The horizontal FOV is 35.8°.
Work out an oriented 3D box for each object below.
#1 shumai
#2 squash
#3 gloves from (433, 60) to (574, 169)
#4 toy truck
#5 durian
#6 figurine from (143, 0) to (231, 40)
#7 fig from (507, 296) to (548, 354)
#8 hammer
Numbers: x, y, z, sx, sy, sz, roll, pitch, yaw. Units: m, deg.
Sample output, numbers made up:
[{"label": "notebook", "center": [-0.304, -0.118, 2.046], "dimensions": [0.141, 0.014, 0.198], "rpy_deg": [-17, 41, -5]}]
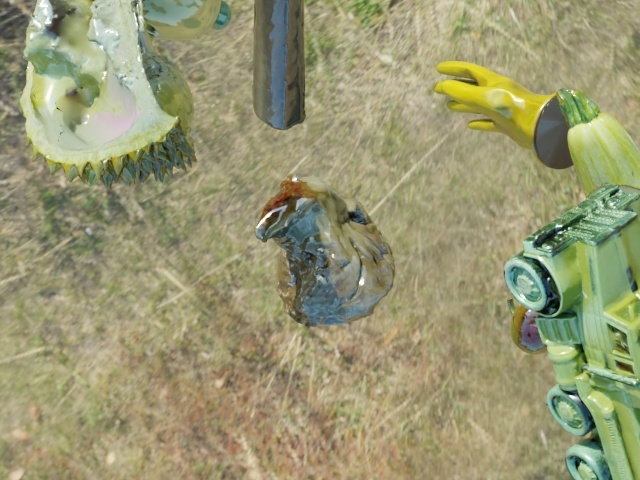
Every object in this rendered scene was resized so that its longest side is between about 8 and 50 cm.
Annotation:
[{"label": "shumai", "center": [0.000, 0.000, 1.297], "dimensions": [0.166, 0.206, 0.176], "rpy_deg": [-24, 135, 1]}, {"label": "squash", "center": [0.310, -0.082, 1.078], "dimensions": [0.200, 0.090, 0.075], "rpy_deg": [49, 66, -26]}, {"label": "gloves", "center": [0.278, -0.202, 1.544], "dimensions": [0.116, 0.294, 0.133], "rpy_deg": [-31, 122, -20]}, {"label": "toy truck", "center": [0.255, 0.090, 0.782], "dimensions": [0.128, 0.135, 0.260], "rpy_deg": [-30, 108, -23]}, {"label": "durian", "center": [-0.209, -0.166, 0.976], "dimensions": [0.172, 0.306, 0.166], "rpy_deg": [-1, 145, -13]}, {"label": "figurine", "center": [-0.256, -0.390, 1.316], "dimensions": [0.324, 0.222, 0.124], "rpy_deg": [45, 120, 17]}, {"label": "fig", "center": [0.304, 0.120, 1.423], "dimensions": [0.082, 0.098, 0.084], "rpy_deg": [-30, 98, -13]}, {"label": "hammer", "center": [-0.013, -0.170, 0.363], "dimensions": [0.125, 0.027, 0.297], "rpy_deg": [35, 138, 30]}]
